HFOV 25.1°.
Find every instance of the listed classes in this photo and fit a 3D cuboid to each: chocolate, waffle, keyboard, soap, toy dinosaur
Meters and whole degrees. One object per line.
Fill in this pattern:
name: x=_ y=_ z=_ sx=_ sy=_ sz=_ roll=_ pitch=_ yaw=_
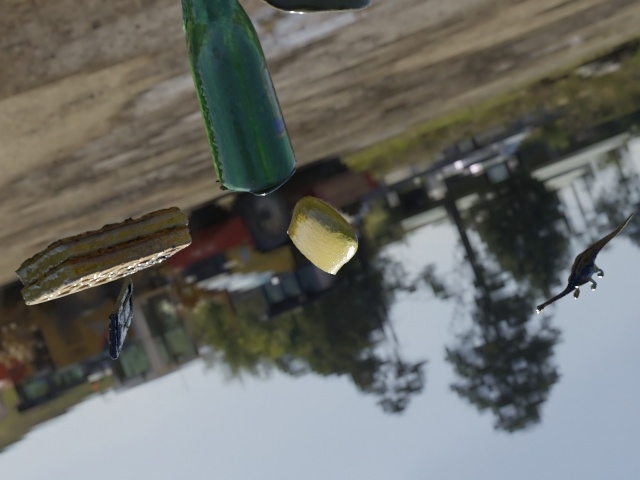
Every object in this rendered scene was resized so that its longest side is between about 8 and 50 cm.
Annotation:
chocolate: x=-0.108 y=-0.202 z=1.717 sx=0.110 sy=0.291 sz=0.110 roll=-10 pitch=-149 yaw=6
waffle: x=-0.204 y=0.014 z=1.365 sx=0.148 sy=0.042 sz=0.102 roll=-18 pitch=174 yaw=-43
keyboard: x=-0.266 y=0.101 z=1.923 sx=0.013 sy=0.061 sz=0.204 roll=0 pitch=-168 yaw=-1
soap: x=0.000 y=0.000 z=1.688 sx=0.033 sy=0.089 sz=0.168 roll=-42 pitch=170 yaw=-22
toy dinosaur: x=0.358 y=0.037 z=1.926 sx=0.180 sy=0.037 sz=0.058 roll=-54 pitch=145 yaw=-2

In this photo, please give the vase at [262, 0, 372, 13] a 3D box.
vase: x=0.084 y=-0.416 z=1.807 sx=0.329 sy=0.241 sz=0.302 roll=15 pitch=126 yaw=-37
